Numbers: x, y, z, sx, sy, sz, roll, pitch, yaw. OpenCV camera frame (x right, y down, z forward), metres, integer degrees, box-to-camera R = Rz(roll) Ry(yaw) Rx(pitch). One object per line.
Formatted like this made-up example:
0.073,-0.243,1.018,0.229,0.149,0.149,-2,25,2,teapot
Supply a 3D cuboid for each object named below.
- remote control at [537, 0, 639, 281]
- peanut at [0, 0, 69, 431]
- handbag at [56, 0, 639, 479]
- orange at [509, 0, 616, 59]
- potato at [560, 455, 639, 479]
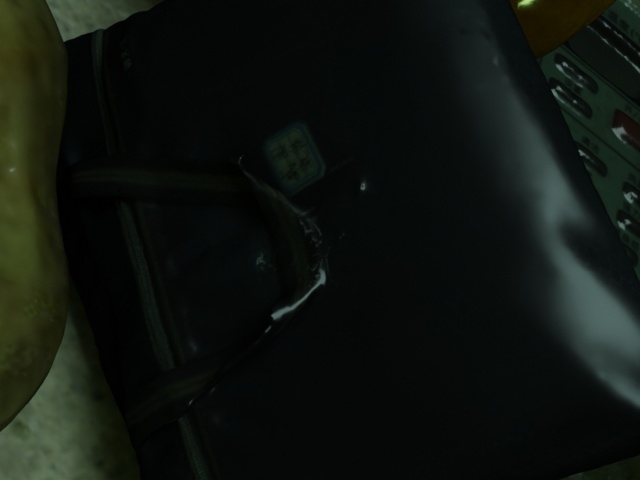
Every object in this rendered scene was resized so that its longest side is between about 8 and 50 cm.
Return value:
0.125,-0.032,0.909,0.123,0.038,0.285,36,44,-16,remote control
-0.137,-0.008,0.627,0.103,0.098,0.229,3,56,-9,peanut
0.000,0.000,0.681,0.254,0.211,0.089,69,10,22,handbag
0.044,-0.149,0.820,0.237,0.179,0.158,-1,78,-32,orange
0.100,0.100,0.749,0.225,0.090,0.117,-19,93,-41,potato
